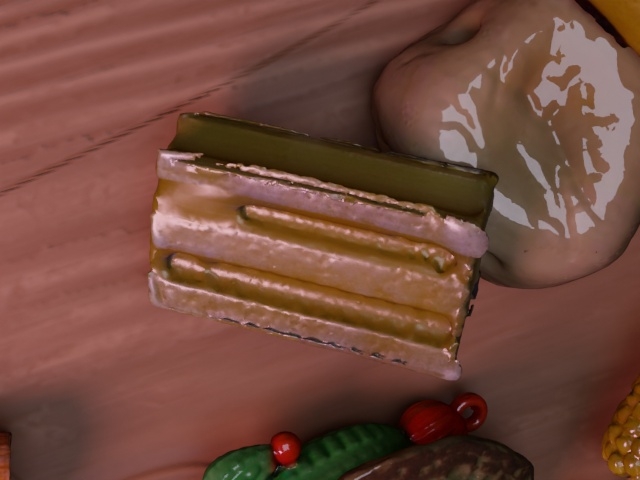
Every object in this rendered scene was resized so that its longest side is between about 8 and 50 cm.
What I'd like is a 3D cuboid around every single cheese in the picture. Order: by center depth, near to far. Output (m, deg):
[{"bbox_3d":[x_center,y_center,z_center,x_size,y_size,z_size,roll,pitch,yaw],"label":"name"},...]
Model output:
[{"bbox_3d":[0.147,-0.080,1.030,0.218,0.117,0.235,2,94,-9],"label":"cheese"}]

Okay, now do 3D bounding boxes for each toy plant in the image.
[{"bbox_3d":[0.016,0.203,1.065,0.240,0.088,0.155,-9,112,-21],"label":"toy plant"}]

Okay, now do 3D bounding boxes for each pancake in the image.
[{"bbox_3d":[0.054,0.240,1.039,0.250,0.031,0.250,-22,133,-26],"label":"pancake"}]

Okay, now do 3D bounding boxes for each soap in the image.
[{"bbox_3d":[0.000,0.001,0.984,0.233,0.076,0.135,14,124,10],"label":"soap"}]

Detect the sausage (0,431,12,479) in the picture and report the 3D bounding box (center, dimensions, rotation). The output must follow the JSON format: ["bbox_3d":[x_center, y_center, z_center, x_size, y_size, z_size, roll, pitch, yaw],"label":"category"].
[{"bbox_3d":[-0.372,0.185,0.990,0.312,0.093,0.093,-2,98,-10],"label":"sausage"}]

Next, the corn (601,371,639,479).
[{"bbox_3d":[0.350,0.048,1.083,0.120,0.120,0.363,42,90,-13],"label":"corn"}]

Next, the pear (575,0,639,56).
[{"bbox_3d":[0.359,-0.247,0.956,0.386,0.191,0.340,3,81,-25],"label":"pear"}]
